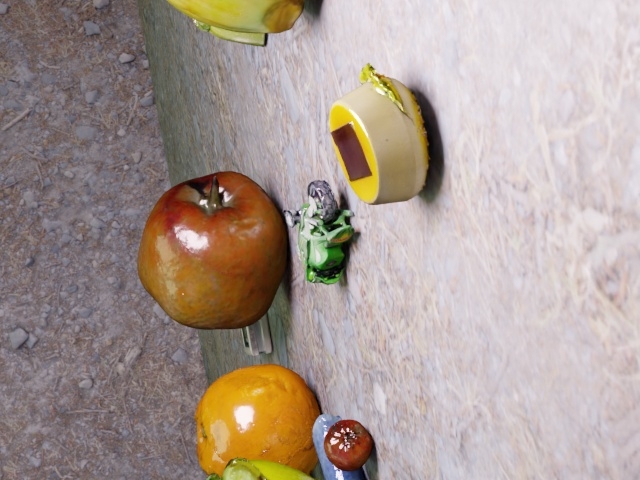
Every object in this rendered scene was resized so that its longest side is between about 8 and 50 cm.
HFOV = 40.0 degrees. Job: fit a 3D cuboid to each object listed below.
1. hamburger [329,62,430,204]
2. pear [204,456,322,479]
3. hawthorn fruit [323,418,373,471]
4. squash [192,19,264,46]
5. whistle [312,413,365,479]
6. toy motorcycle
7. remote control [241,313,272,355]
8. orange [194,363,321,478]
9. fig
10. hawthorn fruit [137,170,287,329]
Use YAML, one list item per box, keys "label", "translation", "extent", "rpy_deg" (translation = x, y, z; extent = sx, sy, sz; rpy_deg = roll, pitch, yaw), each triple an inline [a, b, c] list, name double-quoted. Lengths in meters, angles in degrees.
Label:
- label: "hamburger"
  translation: [0.062, -0.106, 0.883]
  extent: [0.141, 0.081, 0.126]
  rpy_deg: [65, 165, 12]
- label: "pear"
  translation: [-0.041, 0.437, 1.363]
  extent: [0.238, 0.255, 0.164]
  rpy_deg: [-43, 42, 42]
- label: "hawthorn fruit"
  translation: [0.041, 0.293, 1.248]
  extent: [0.077, 0.077, 0.077]
  rpy_deg: [171, 90, -76]
- label: "squash"
  translation: [-0.162, -0.373, 1.473]
  extent: [0.105, 0.132, 0.105]
  rpy_deg: [173, 90, -76]
- label: "whistle"
  translation: [0.050, 0.397, 1.285]
  extent: [0.062, 0.062, 0.304]
  rpy_deg: [98, 158, -49]
- label: "toy motorcycle"
  translation: [0.000, 0.000, 1.218]
  extent: [0.106, 0.074, 0.190]
  rpy_deg: [63, 158, 26]
- label: "remote control"
  translation: [-0.162, 0.114, 1.937]
  extent: [0.103, 0.055, 0.277]
  rpy_deg: [156, 104, -76]
- label: "orange"
  translation: [-0.109, 0.335, 1.538]
  extent: [0.240, 0.240, 0.240]
  rpy_deg: [171, 90, -76]
- label: "fig"
  translation: [-0.114, -0.385, 1.138]
  extent: [0.271, 0.239, 0.239]
  rpy_deg: [52, 161, 5]
- label: "hawthorn fruit"
  translation: [-0.185, 0.004, 1.573]
  extent: [0.268, 0.267, 0.301]
  rpy_deg: [-114, 30, -45]
